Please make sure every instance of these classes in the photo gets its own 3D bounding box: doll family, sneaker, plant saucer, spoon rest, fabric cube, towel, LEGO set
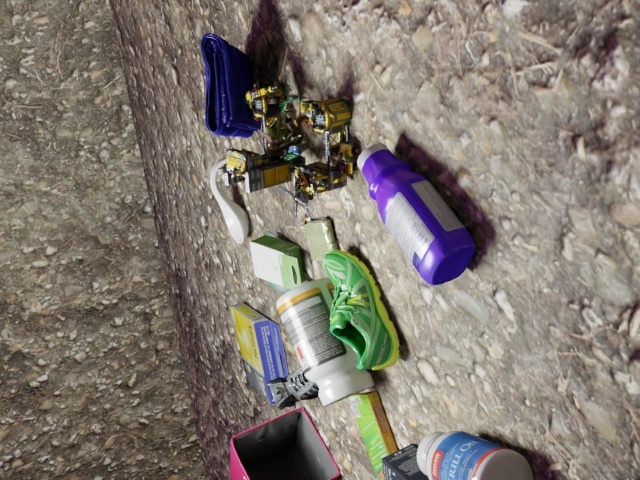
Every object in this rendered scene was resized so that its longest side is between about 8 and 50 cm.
[{"bbox_3d":[-0.102,-0.260,1.754,0.111,0.076,0.193,-32,71,46],"label":"doll family"},{"bbox_3d":[-0.059,0.397,2.008,0.101,0.153,0.268,63,155,21],"label":"sneaker"},{"bbox_3d":[-0.146,0.072,2.132,0.195,0.037,0.195,47,145,47],"label":"plant saucer"},{"bbox_3d":[-0.287,-0.121,2.257,0.137,0.084,0.276,16,119,63],"label":"spoon rest"},{"bbox_3d":[-0.121,0.724,2.238,0.254,0.259,0.258,55,151,33],"label":"fabric cube"},{"bbox_3d":[-0.208,-0.365,1.756,0.308,0.076,0.227,-39,-53,-80],"label":"towel"},{"bbox_3d":[-0.094,-0.203,1.549,0.331,0.192,0.255,31,129,41],"label":"LEGO set"},{"bbox_3d":[0.000,0.000,1.766,0.148,0.027,0.110,-5,102,66],"label":"towel"},{"bbox_3d":[0.070,0.148,1.587,0.295,0.123,0.109,63,155,23],"label":"sneaker"}]

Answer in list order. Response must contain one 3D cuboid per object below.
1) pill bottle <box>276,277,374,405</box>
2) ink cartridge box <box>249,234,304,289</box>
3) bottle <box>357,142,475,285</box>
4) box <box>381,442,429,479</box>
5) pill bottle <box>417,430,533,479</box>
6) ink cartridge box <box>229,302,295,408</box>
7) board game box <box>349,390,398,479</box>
[{"bbox_3d":[0.014,0.242,1.730,0.278,0.162,0.162,67,156,14],"label":"pill bottle"},{"bbox_3d":[-0.101,0.063,1.969,0.209,0.062,0.109,17,122,46],"label":"ink cartridge box"},{"bbox_3d":[0.160,-0.057,1.283,0.283,0.092,0.118,58,152,32],"label":"bottle"},{"bbox_3d":[0.218,0.557,1.574,0.158,0.093,0.156,23,126,60],"label":"box"},{"bbox_3d":[0.271,0.418,1.318,0.221,0.124,0.124,-5,101,66],"label":"pill bottle"},{"bbox_3d":[-0.199,0.389,2.431,0.307,0.072,0.303,22,125,64],"label":"ink cartridge box"},{"bbox_3d":[0.145,0.500,1.772,0.124,0.039,0.259,-36,70,66],"label":"board game box"}]
